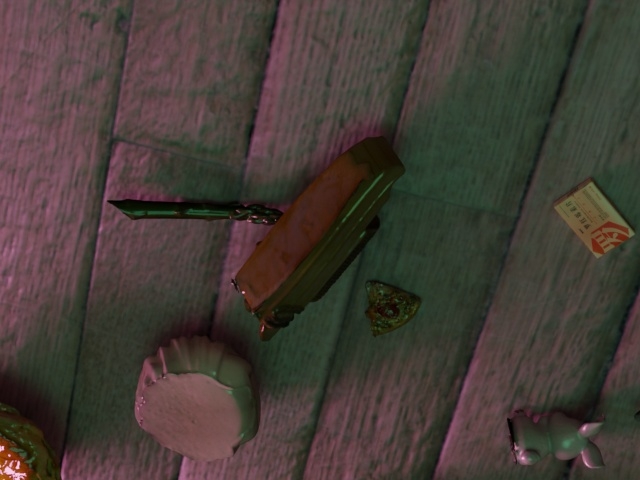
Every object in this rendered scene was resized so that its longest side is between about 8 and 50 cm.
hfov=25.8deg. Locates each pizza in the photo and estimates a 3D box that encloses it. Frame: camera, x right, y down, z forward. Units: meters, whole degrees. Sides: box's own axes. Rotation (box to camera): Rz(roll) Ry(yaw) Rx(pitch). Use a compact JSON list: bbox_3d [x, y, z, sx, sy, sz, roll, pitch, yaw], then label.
[{"bbox_3d":[0.082,0.087,1.818,0.083,0.025,0.078,-39,110,24],"label":"pizza"}]

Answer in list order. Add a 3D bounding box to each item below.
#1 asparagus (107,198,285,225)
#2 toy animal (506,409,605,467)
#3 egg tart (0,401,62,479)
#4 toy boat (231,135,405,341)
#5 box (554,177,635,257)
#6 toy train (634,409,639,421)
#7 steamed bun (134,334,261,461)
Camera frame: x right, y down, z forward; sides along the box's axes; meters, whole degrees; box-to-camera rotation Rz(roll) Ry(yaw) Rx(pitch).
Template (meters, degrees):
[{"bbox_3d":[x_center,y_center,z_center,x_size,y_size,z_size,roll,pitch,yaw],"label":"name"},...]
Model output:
[{"bbox_3d":[-0.154,-0.037,1.777,0.236,0.034,0.027,3,110,3],"label":"asparagus"},{"bbox_3d":[0.314,0.263,1.858,0.124,0.085,0.071,-6,100,4],"label":"toy animal"},{"bbox_3d":[-0.498,0.310,1.959,0.295,0.116,0.294,3,121,6],"label":"egg tart"},{"bbox_3d":[0.000,0.000,1.738,0.115,0.089,0.310,13,124,-48],"label":"toy boat"},{"bbox_3d":[0.340,-0.027,1.731,0.058,0.015,0.093,-36,107,21],"label":"box"},{"bbox_3d":[0.532,0.203,1.807,0.252,0.055,0.048,-8,117,10],"label":"toy train"},{"bbox_3d":[-0.161,0.203,1.866,0.183,0.106,0.182,5,119,9],"label":"steamed bun"}]
